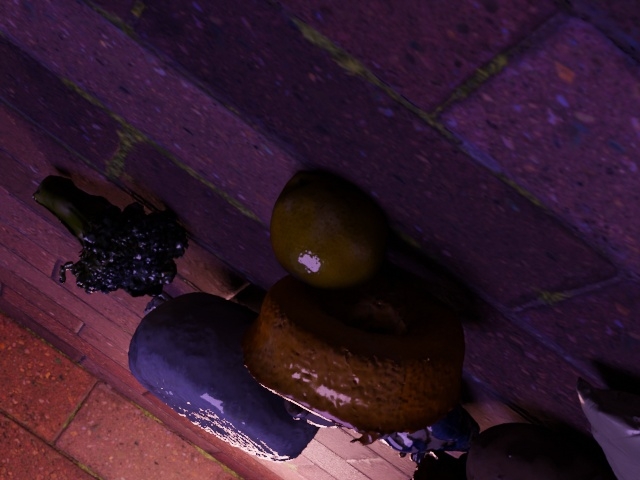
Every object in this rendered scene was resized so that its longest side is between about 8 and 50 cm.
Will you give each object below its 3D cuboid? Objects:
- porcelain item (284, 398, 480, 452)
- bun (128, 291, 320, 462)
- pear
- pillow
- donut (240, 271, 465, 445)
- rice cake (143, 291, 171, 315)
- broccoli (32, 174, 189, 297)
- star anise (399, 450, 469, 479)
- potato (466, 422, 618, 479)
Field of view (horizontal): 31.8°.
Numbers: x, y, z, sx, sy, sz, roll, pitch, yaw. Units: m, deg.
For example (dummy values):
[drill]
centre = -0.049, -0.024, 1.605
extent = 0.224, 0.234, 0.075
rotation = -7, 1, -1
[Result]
[porcelain item]
centre = 0.081, 0.218, 1.587
extent = 0.288, 0.138, 0.186
rotation = 12, 168, 39
[bun]
centre = -0.143, 0.205, 1.788
extent = 0.354, 0.194, 0.354
rotation = 29, 161, 11
[pear]
centre = 0.000, 0.000, 1.208
extent = 0.141, 0.104, 0.141
rotation = 32, 158, 15
[pillow]
centre = 0.420, 0.264, 1.184
extent = 0.281, 0.076, 0.274
rotation = 22, 156, 44
[donut]
centre = 0.041, 0.118, 1.249
extent = 0.253, 0.253, 0.118
rotation = 23, 117, 28
[rice cake]
centre = -0.235, 0.178, 2.111
extent = 0.211, 0.038, 0.124
rotation = 37, 160, -10
[broccoli]
centre = -0.335, -0.027, 1.678
extent = 0.165, 0.145, 0.304
rotation = -1, -157, -45
[star anise]
centre = 0.173, 0.363, 1.674
extent = 0.148, 0.237, 0.346
rotation = 48, -177, -6
[potato]
centre = 0.308, 0.332, 1.440
extent = 0.262, 0.165, 0.165
rotation = 33, 162, 21
